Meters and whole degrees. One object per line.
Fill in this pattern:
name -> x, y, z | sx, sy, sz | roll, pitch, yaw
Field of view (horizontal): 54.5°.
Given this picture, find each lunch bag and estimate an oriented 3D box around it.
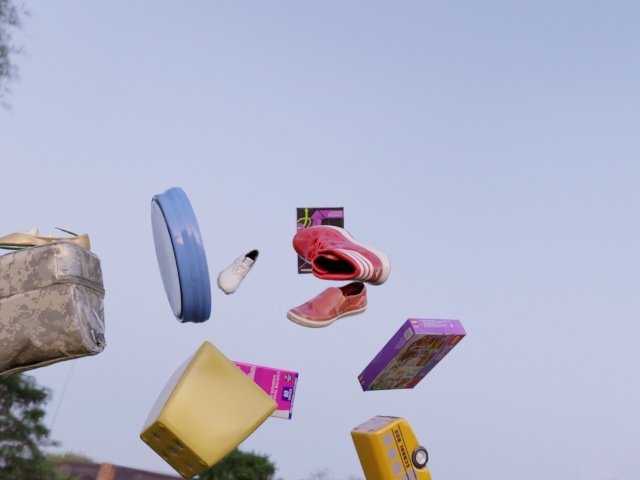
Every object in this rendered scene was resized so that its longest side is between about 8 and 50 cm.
lunch bag -> -0.654, 0.169, 1.420 | 0.305, 0.256, 0.212 | -13, -18, 0

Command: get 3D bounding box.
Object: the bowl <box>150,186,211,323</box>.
bowl -> -0.398, 0.046, 1.740 | 0.077, 0.391, 0.391 | -12, -20, -22

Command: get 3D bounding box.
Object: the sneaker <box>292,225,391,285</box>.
sneaker -> 0.006, 0.017, 1.093 | 0.221, 0.087, 0.128 | 15, 4, 40

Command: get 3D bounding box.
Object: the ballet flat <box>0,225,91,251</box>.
ballet flat -> -0.722, -0.002, 1.623 | 0.232, 0.073, 0.080 | 8, -11, -30

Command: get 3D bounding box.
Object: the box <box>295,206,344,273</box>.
box -> 0.000, 0.000, 1.494 | 0.116, 0.162, 0.029 | -2, 2, -7

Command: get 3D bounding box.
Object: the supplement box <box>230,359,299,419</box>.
supplement box -> -0.177, 0.343, 1.449 | 0.220, 0.111, 0.114 | 15, -15, -23

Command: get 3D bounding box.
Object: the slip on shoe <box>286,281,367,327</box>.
slip on shoe -> 0.025, 0.193, 1.917 | 0.331, 0.101, 0.123 | -11, 24, -43

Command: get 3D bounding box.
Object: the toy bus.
toy bus -> 0.191, 0.575, 1.435 | 0.130, 0.333, 0.108 | -18, -1, -34

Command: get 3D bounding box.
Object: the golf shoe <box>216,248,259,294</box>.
golf shoe -> -0.230, 0.080, 1.756 | 0.069, 0.176, 0.086 | 40, -53, -8

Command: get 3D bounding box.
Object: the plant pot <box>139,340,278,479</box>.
plant pot -> -0.260, 0.382, 1.336 | 0.212, 0.187, 0.212 | 43, -43, -3

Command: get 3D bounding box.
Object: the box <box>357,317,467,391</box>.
box -> 0.264, 0.338, 1.820 | 0.200, 0.057, 0.293 | 7, -47, -33
